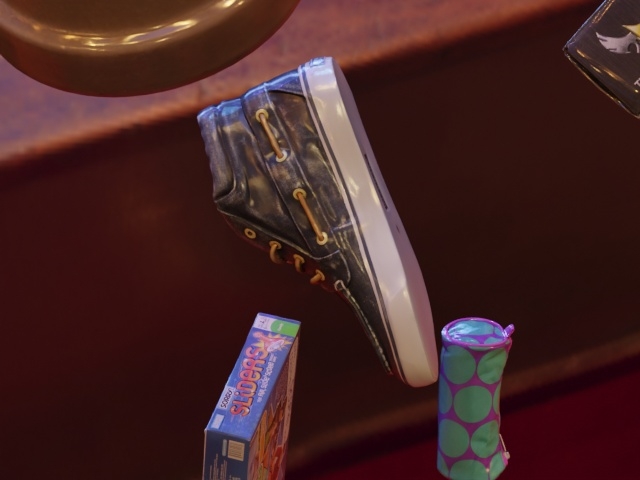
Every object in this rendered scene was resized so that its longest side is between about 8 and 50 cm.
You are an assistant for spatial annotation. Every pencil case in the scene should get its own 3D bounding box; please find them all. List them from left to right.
[{"bbox_3d":[0.147,0.153,1.731,0.070,0.151,0.064,0,20,-1],"label":"pencil case"}]

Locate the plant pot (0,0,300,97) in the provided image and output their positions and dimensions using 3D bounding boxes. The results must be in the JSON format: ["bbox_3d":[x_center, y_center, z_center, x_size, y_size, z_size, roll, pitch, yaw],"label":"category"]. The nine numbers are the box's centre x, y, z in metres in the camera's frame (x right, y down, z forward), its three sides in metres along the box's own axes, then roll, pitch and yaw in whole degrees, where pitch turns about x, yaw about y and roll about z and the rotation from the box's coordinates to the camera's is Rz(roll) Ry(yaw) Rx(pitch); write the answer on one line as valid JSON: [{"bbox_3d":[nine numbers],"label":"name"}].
[{"bbox_3d":[-0.150,-0.270,1.282,0.263,0.229,0.263,-5,56,8],"label":"plant pot"}]

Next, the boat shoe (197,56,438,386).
[{"bbox_3d":[0.000,0.000,0.973,0.083,0.065,0.183,-20,91,11],"label":"boat shoe"}]

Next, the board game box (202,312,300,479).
[{"bbox_3d":[-0.055,0.173,1.364,0.035,0.201,0.136,13,38,9],"label":"board game box"}]

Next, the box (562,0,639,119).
[{"bbox_3d":[0.242,-0.158,0.967,0.056,0.183,0.231,45,103,14],"label":"box"}]
